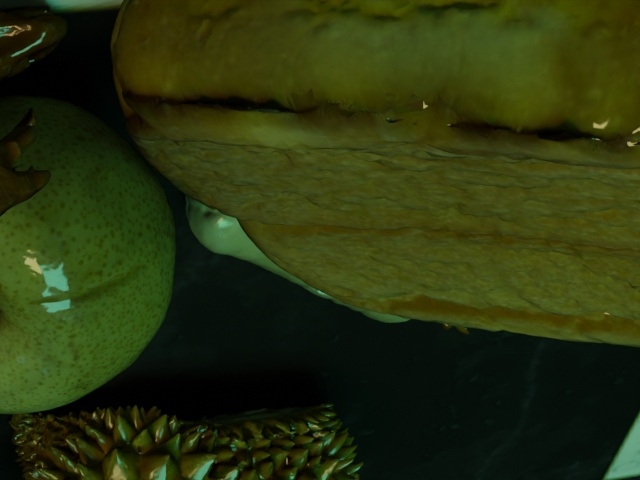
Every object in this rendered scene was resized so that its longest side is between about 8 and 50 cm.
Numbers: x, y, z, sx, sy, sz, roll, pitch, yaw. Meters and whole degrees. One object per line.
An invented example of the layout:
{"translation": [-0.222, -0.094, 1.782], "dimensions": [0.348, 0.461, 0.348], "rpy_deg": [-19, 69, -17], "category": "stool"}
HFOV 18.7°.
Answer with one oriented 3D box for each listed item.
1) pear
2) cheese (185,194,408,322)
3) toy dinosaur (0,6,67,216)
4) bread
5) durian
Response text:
{"translation": [-0.152, 0.005, 0.977], "dimensions": [0.167, 0.167, 0.136], "rpy_deg": [-49, 174, 33], "category": "pear"}
{"translation": [0.000, 0.000, 1.155], "dimensions": [0.065, 0.043, 0.194], "rpy_deg": [-44, 137, 20], "category": "cheese"}
{"translation": [-0.229, -0.008, 0.792], "dimensions": [0.208, 0.097, 0.432], "rpy_deg": [-15, -158, 50], "category": "toy dinosaur"}
{"translation": [0.095, -0.060, 0.960], "dimensions": [0.337, 0.148, 0.328], "rpy_deg": [5, 162, 29], "category": "bread"}
{"translation": [-0.077, 0.181, 1.278], "dimensions": [0.250, 0.138, 0.183], "rpy_deg": [-4, 132, -32], "category": "durian"}
